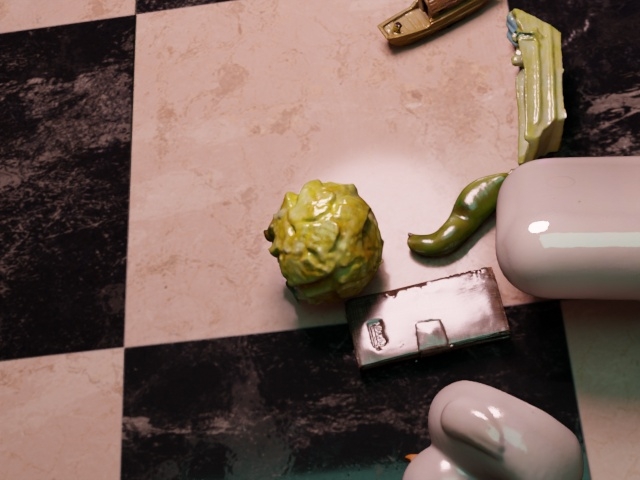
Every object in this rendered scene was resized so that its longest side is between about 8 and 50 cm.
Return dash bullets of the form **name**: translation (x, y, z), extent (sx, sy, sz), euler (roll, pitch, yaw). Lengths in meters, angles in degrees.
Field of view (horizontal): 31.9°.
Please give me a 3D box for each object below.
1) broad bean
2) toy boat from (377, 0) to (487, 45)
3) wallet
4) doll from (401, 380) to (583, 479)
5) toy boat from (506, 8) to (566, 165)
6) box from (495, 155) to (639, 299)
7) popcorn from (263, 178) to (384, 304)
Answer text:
- **broad bean**: translation (0.228, -0.044, 1.730), extent (0.213, 0.048, 0.070), euler (-36, 63, -7)
- **toy boat**: translation (0.201, -0.405, 1.912), extent (0.226, 0.088, 0.068), euler (-28, 61, -8)
- **wallet**: translation (0.156, 0.116, 1.657), extent (0.230, 0.042, 0.124), euler (-12, 57, 2)
- **doll**: translation (0.212, 0.305, 1.464), extent (0.251, 0.221, 0.221), euler (13, 61, 45)
- **toy boat**: translation (0.348, -0.249, 1.788), extent (0.084, 0.111, 0.276), euler (-1, 58, 3)
- **box**: translation (0.425, -0.022, 1.588), extent (0.349, 0.141, 0.289), euler (0, 27, 10)
- **popcorn**: translation (0.000, 0.000, 1.680), extent (0.198, 0.198, 0.212), euler (-43, 41, -15)
